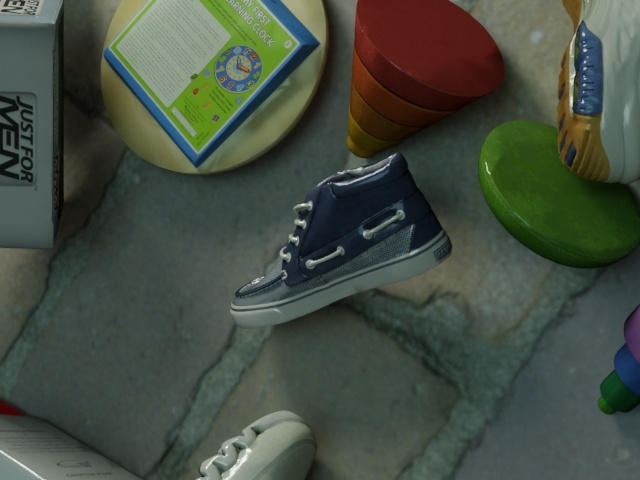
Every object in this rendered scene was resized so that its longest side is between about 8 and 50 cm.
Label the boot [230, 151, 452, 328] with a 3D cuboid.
[{"bbox_3d":[0.000,0.000,1.025,0.190,0.069,0.086,-21,103,26],"label":"boot"}]

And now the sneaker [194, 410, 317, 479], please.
[{"bbox_3d":[-0.067,0.261,0.985,0.118,0.110,0.292,19,66,26],"label":"sneaker"}]

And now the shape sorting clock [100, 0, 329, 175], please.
[{"bbox_3d":[-0.088,-0.152,1.123,0.206,0.040,0.206,-6,77,26],"label":"shape sorting clock"}]

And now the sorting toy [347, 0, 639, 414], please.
[{"bbox_3d":[0.129,-0.019,0.993,0.365,0.127,0.126,51,133,19],"label":"sorting toy"}]

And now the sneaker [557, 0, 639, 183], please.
[{"bbox_3d":[0.238,-0.180,0.963,0.131,0.112,0.297,4,79,0],"label":"sneaker"}]

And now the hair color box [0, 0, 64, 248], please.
[{"bbox_3d":[-0.394,-0.103,1.086,0.374,0.113,0.185,2,111,-7],"label":"hair color box"}]

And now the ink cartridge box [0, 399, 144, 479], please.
[{"bbox_3d":[-0.273,0.305,1.091,0.271,0.130,0.309,25,93,26],"label":"ink cartridge box"}]
